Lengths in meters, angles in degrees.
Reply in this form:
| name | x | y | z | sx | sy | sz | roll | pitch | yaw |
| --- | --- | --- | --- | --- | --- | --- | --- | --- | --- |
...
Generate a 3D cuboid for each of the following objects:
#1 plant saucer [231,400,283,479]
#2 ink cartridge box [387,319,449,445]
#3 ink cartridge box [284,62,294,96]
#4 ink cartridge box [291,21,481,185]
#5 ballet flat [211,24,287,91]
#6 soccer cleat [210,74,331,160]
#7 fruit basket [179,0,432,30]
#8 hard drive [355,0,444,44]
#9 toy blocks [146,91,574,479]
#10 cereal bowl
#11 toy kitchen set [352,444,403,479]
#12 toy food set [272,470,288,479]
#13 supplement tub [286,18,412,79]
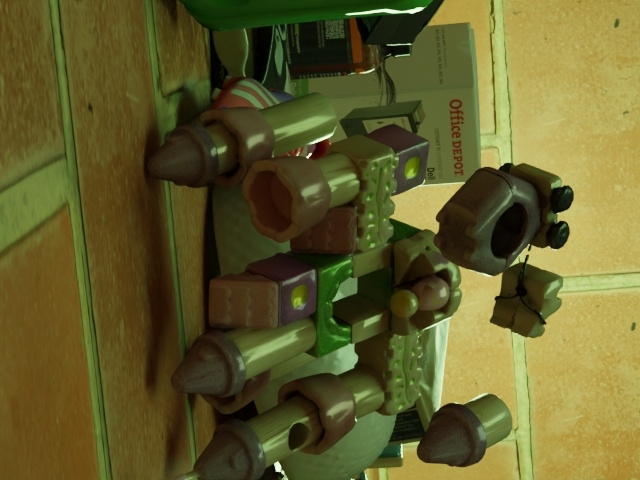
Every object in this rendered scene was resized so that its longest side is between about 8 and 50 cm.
| name | x | y | z | sx | sy | sz | roll | pitch | yaw |
| --- | --- | --- | --- | --- | --- | --- | --- | --- | --- |
| plant saucer | -0.063 | 0.184 | 1.828 | 0.198 | 0.036 | 0.199 | -4 | 90 | -86 |
| ink cartridge box | 0.043 | 0.141 | 2.017 | 0.235 | 0.193 | 0.088 | -78 | 153 | -55 |
| ink cartridge box | -0.060 | -0.110 | 1.922 | 0.109 | 0.063 | 0.150 | 79 | 9 | -54 |
| ink cartridge box | 0.070 | -0.168 | 2.244 | 0.198 | 0.272 | 0.115 | 79 | 9 | -53 |
| ballet flat | -0.075 | -0.268 | 1.758 | 0.096 | 0.095 | 0.281 | -19 | 105 | -72 |
| soccer cleat | -0.052 | -0.103 | 1.641 | 0.083 | 0.095 | 0.248 | -60 | 173 | 10 |
| fruit basket | -0.030 | -0.374 | 1.543 | 0.392 | 0.282 | 0.392 | -2 | 90 | -67 |
| hard drive | 0.066 | -0.386 | 1.632 | 0.237 | 0.064 | 0.339 | 125 | -44 | -54 |
| toy blocks | -0.010 | 0.061 | 1.373 | 0.260 | 0.309 | 0.289 | -21 | 123 | -40 |
| cereal bowl | 0.005 | 0.077 | 1.760 | 0.339 | 0.141 | 0.339 | -15 | 90 | -85 |
| toy kitchen set | 0.058 | 0.347 | 2.544 | 0.166 | 0.122 | 0.207 | 78 | 9 | -56 |
| toy food set | -0.038 | 0.301 | 1.685 | 0.218 | 0.071 | 0.128 | 63 | 1 | 6 |
| supplement tub | 0.006 | -0.241 | 2.014 | 0.106 | 0.197 | 0.106 | -3 | 90 | -85 |
